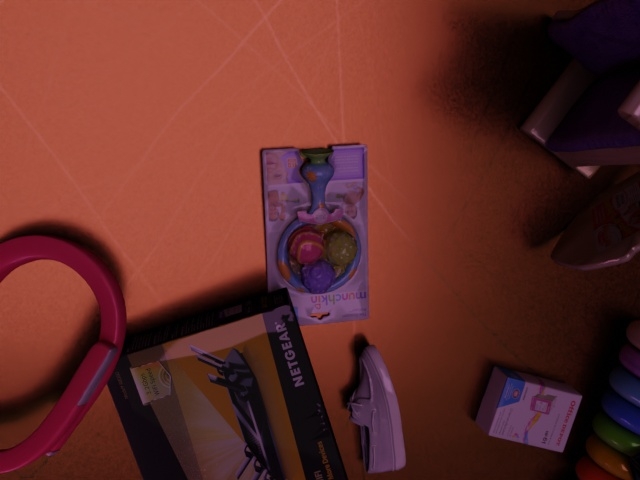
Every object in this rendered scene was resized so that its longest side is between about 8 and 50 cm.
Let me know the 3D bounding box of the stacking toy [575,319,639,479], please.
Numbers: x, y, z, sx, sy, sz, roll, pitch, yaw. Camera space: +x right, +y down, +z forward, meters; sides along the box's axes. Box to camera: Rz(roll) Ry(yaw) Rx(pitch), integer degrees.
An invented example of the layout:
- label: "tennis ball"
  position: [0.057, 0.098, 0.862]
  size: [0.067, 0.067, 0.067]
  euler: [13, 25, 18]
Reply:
- label: "stacking toy"
  position: [0.435, 0.285, 1.247]
  size: [0.141, 0.141, 0.330]
  euler: [21, 99, -15]

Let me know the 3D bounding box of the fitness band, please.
- label: "fitness band"
  position: [-0.354, 0.132, 1.042]
  size: [0.209, 0.054, 0.291]
  euler: [35, 93, 11]

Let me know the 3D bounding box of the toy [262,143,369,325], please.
- label: "toy"
  position: [0.000, 0.000, 1.131]
  size: [0.137, 0.056, 0.237]
  euler: [-4, 101, -10]

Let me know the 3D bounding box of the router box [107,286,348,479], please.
- label: "router box"
  position: [-0.111, 0.242, 1.126]
  size: [0.243, 0.081, 0.309]
  euler: [-18, 104, -1]

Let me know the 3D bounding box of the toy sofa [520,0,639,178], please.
- label: "toy sofa"
  position: [0.341, -0.177, 1.012]
  size: [0.177, 0.362, 0.150]
  euler: [36, 92, -5]

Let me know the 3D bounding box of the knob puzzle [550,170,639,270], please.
- label: "knob puzzle"
  position: [0.391, -0.018, 1.153]
  size: [0.213, 0.213, 0.030]
  euler: [-43, 106, -2]

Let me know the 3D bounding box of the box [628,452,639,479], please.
- label: "box"
  position: [0.585, 0.382, 1.227]
  size: [0.257, 0.079, 0.322]
  euler: [-23, 116, -4]

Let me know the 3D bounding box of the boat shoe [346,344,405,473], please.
- label: "boat shoe"
  position: [0.068, 0.231, 1.191]
  size: [0.063, 0.066, 0.184]
  euler: [-14, 113, -10]

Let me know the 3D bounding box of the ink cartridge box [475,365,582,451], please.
- label: "ink cartridge box"
  position: [0.293, 0.237, 1.243]
  size: [0.122, 0.052, 0.088]
  euler: [15, 97, -16]
